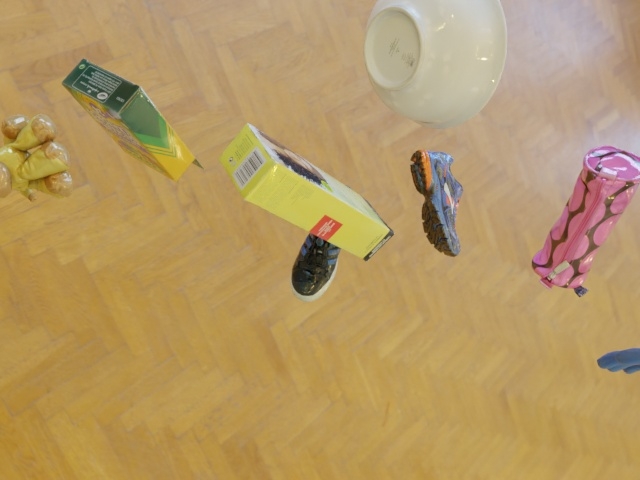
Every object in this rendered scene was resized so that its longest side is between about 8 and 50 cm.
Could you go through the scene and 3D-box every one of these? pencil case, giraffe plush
[{"bbox_3d":[0.373,-0.026,0.882,0.098,0.095,0.209,-23,138,-37],"label":"pencil case"},{"bbox_3d":[-0.600,-0.134,1.175,0.170,0.210,0.182,-36,109,-54],"label":"giraffe plush"}]

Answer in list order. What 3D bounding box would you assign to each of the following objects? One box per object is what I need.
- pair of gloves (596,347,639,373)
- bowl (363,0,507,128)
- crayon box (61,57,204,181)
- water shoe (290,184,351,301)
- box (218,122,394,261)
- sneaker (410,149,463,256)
[{"bbox_3d":[0.395,0.129,0.641,0.198,0.159,0.023,14,73,-33],"label":"pair of gloves"},{"bbox_3d":[0.171,-0.344,1.125,0.134,0.297,0.298,-15,99,-37],"label":"bowl"},{"bbox_3d":[-0.430,-0.261,1.475,0.083,0.203,0.323,-54,152,-13],"label":"crayon box"},{"bbox_3d":[0.000,0.000,1.033,0.080,0.072,0.203,65,46,-63],"label":"water shoe"},{"bbox_3d":[-0.010,-0.050,0.753,0.058,0.087,0.232,-47,140,14],"label":"box"},{"bbox_3d":[0.245,-0.077,1.230,0.087,0.083,0.221,-11,86,-13],"label":"sneaker"}]
